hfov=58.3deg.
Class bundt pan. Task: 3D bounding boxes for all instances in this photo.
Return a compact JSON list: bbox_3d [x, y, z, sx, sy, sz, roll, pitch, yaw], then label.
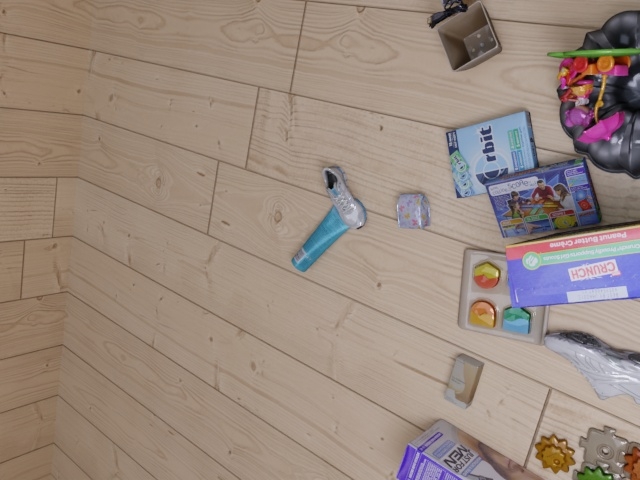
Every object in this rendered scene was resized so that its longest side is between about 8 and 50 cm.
[{"bbox_3d":[0.596,-0.277,1.057,0.331,0.124,0.331,5,99,36],"label":"bundt pan"}]

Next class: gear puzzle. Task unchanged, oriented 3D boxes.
[{"bbox_3d":[0.610,0.482,1.177,0.339,0.044,0.175,13,103,35],"label":"gear puzzle"}]

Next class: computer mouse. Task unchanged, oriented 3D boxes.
[{"bbox_3d":[0.302,-0.534,1.244,0.042,0.193,0.106,42,151,-21],"label":"computer mouse"}]

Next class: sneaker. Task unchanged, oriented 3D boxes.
[{"bbox_3d":[0.052,-0.112,1.501,0.071,0.083,0.190,-33,77,20],"label":"sneaker"},{"bbox_3d":[0.562,0.264,1.165,0.232,0.090,0.115,22,111,34],"label":"sneaker"}]

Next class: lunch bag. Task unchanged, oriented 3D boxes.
[{"bbox_3d":[0.228,-0.073,1.398,0.071,0.053,0.083,2,106,39],"label":"lunch bag"}]

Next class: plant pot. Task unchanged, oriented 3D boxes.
[{"bbox_3d":[0.335,-0.434,1.249,0.109,0.096,0.109,-24,81,35],"label":"plant pot"}]

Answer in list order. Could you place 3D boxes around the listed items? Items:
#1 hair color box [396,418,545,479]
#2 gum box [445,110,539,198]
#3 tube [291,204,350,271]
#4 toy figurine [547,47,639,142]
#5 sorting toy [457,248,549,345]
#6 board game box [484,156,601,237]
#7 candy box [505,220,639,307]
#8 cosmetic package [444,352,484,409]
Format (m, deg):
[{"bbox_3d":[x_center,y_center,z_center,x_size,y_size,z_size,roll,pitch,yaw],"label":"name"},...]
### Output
[{"bbox_3d":[0.364,0.553,1.282,0.339,0.185,0.110,26,109,31],"label":"hair color box"},{"bbox_3d":[0.382,-0.187,1.276,0.184,0.041,0.157,-9,90,38],"label":"gum box"},{"bbox_3d":[0.000,0.000,1.582,0.080,0.052,0.207,48,114,13],"label":"tube"},{"bbox_3d":[0.474,-0.254,1.016,0.173,0.130,0.159,25,121,55],"label":"toy figurine"},{"bbox_3d":[0.409,0.126,1.293,0.208,0.038,0.193,9,101,36],"label":"sorting toy"},{"bbox_3d":[0.463,-0.085,1.200,0.201,0.035,0.136,-10,113,37],"label":"board game box"},{"bbox_3d":[0.516,0.033,1.028,0.268,0.317,0.122,-10,89,37],"label":"candy box"},{"bbox_3d":[0.341,0.335,1.364,0.060,0.041,0.115,21,107,34],"label":"cosmetic package"}]
